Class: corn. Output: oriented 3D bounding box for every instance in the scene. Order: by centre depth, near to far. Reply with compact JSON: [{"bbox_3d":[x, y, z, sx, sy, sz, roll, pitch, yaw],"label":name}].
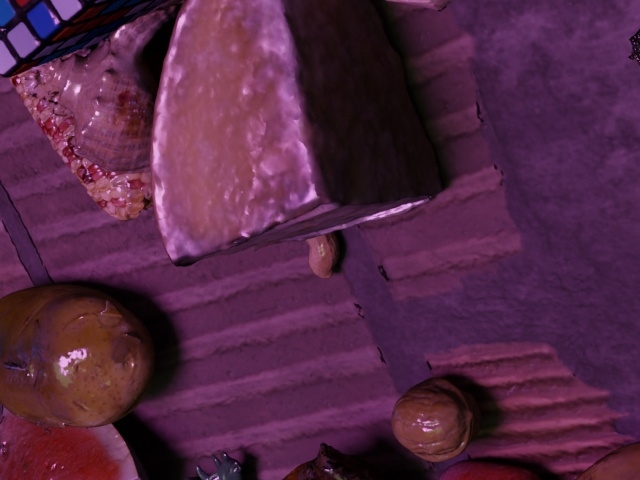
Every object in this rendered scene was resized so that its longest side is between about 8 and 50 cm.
[{"bbox_3d":[-0.253,-0.150,1.264,0.098,0.098,0.290,-34,92,38],"label":"corn"}]

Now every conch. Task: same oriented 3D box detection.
[{"bbox_3d":[-0.137,-0.138,1.162,0.245,0.163,0.178,22,128,-25],"label":"conch"}]

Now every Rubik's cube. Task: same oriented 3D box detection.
[{"bbox_3d":[-0.236,-0.285,1.132,0.182,0.187,0.184,-26,95,37],"label":"Rubik's cube"}]

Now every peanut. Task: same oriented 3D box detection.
[{"bbox_3d":[0.000,0.000,1.217,0.037,0.037,0.083,3,112,30],"label":"peanut"}]

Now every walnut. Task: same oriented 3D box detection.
[{"bbox_3d":[0.114,0.175,1.201,0.092,0.092,0.092,13,118,26],"label":"walnut"}]

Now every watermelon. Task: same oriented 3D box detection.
[{"bbox_3d":[-0.302,0.307,1.471,0.260,0.176,0.256,-16,102,11],"label":"watermelon"}]

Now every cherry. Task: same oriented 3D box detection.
[{"bbox_3d":[0.172,0.272,1.210,0.126,0.087,0.106,1,109,28],"label":"cherry"}]

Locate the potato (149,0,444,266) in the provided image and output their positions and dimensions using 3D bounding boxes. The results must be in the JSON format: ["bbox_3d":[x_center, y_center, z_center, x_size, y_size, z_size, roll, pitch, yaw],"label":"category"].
[{"bbox_3d":[-0.038,-0.126,1.105,0.189,0.211,0.264,-10,94,37],"label":"potato"}]

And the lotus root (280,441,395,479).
[{"bbox_3d":[0.020,0.384,1.296,0.196,0.179,0.397,14,120,23],"label":"lotus root"}]

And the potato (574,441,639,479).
[{"bbox_3d":[0.281,0.292,1.117,0.192,0.141,0.296,26,122,-15],"label":"potato"}]

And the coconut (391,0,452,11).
[{"bbox_3d":[0.085,-0.241,1.009,0.124,0.110,0.110,23,122,28],"label":"coconut"}]

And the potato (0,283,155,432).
[{"bbox_3d":[-0.295,0.133,1.388,0.248,0.143,0.169,6,81,36],"label":"potato"}]

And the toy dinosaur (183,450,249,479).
[{"bbox_3d":[-0.118,0.369,1.441,0.120,0.079,0.292,19,118,29],"label":"toy dinosaur"}]

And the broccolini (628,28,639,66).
[{"bbox_3d":[0.308,-0.082,1.000,0.044,0.042,0.218,-16,109,34],"label":"broccolini"}]
